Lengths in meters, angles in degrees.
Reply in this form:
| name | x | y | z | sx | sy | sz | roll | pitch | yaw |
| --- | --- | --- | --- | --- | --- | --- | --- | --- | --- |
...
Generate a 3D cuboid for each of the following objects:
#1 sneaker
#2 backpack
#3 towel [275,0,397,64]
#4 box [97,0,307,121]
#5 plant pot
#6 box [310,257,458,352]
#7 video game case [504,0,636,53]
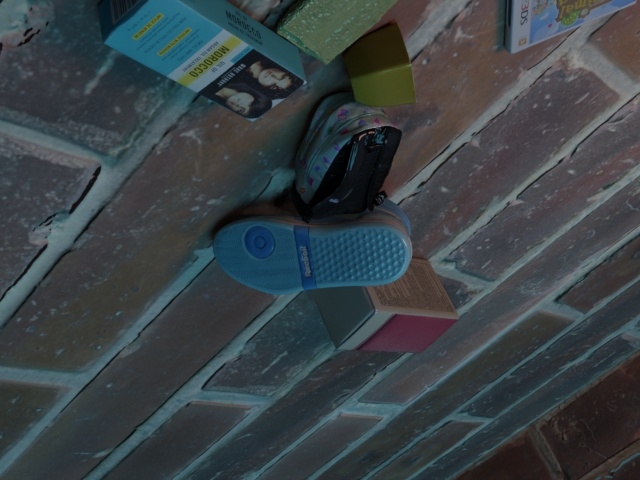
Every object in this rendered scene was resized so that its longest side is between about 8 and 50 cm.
| name | x | y | z | sx | sy | sz | roll | pitch | yaw |
| --- | --- | --- | --- | --- | --- | --- | --- | --- | --- |
| sneaker | 0.000 | 0.000 | 1.343 | 0.318 | 0.208 | 0.127 | 3 | 107 | 13 |
| backpack | 0.037 | -0.123 | 1.198 | 0.151 | 0.115 | 0.182 | -16 | 147 | -35 |
| towel | 0.024 | -0.292 | 1.034 | 0.148 | 0.027 | 0.110 | -39 | 144 | 23 |
| box | -0.133 | -0.229 | 0.971 | 0.100 | 0.060 | 0.244 | -31 | 148 | 28 |
| plant pot | 0.078 | -0.230 | 1.113 | 0.083 | 0.082 | 0.081 | -14 | 147 | 4 |
| box | 0.122 | 0.118 | 1.557 | 0.232 | 0.149 | 0.127 | 9 | 134 | -40 |
| video game case | 0.360 | -0.372 | 1.149 | 0.212 | 0.023 | 0.193 | -23 | 147 | -4 |
